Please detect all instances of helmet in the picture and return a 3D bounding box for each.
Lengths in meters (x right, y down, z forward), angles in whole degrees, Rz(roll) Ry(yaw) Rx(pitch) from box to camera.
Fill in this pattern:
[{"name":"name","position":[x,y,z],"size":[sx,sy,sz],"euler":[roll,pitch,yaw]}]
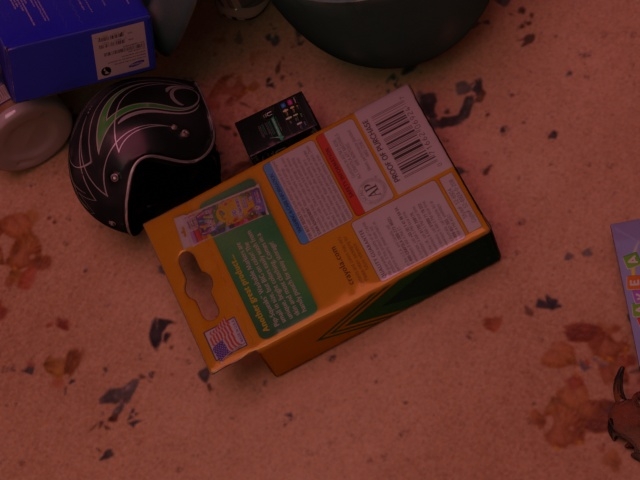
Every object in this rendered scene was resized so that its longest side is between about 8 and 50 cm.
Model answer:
[{"name":"helmet","position":[-0.195,-0.094,1.882],"size":[0.161,0.169,0.169],"euler":[-15,62,-8]}]

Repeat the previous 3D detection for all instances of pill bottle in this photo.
[{"name":"pill bottle","position":[-0.374,-0.181,1.997],"size":[0.112,0.112,0.186],"euler":[-33,62,-1]}]

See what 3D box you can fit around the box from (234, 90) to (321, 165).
[{"name":"box","position":[-0.041,-0.114,1.904],"size":[0.083,0.062,0.052],"euler":[-26,61,2]}]

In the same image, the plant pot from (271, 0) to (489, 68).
[{"name":"plant pot","position":[0.065,-0.322,1.873],"size":[0.293,0.235,0.293],"euler":[-5,65,12]}]

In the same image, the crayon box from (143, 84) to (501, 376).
[{"name":"crayon box","position":[0.000,0.000,1.829],"size":[0.323,0.083,0.203],"euler":[-27,62,1]}]

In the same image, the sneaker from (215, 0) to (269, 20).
[{"name":"sneaker","position":[-0.069,-0.377,1.992],"size":[0.086,0.132,0.228],"euler":[13,71,20]}]

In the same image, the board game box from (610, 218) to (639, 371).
[{"name":"board game box","position":[0.409,0.040,1.725],"size":[0.211,0.039,0.160],"euler":[-12,64,10]}]

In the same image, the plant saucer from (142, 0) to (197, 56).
[{"name":"plant saucer","position":[-0.156,-0.364,1.920],"size":[0.044,0.317,0.317],"euler":[12,66,-15]}]

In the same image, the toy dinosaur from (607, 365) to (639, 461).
[{"name":"toy dinosaur","position":[0.423,0.126,1.630],"size":[0.296,0.127,0.200],"euler":[-37,64,-2]}]

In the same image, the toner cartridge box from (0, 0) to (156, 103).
[{"name":"toner cartridge box","position":[-0.319,-0.291,1.966],"size":[0.165,0.075,0.348],"euler":[-14,41,-17]}]
